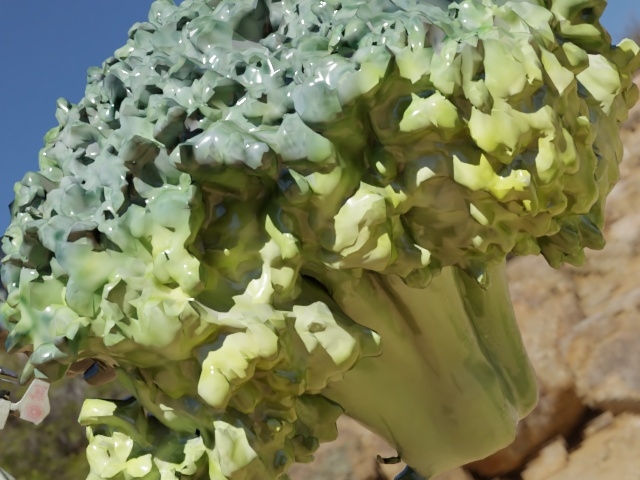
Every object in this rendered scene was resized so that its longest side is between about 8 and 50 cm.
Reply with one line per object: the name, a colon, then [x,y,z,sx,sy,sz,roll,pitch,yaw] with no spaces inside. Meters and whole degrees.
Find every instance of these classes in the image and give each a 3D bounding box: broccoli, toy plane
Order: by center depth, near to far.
broccoli: [0.008,-0.006,0.740,0.348,0.280,0.293,-29,17,3]
toy plane: [-0.212,0.087,0.803,0.121,0.049,0.031,14,0,-16]

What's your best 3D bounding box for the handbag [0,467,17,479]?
handbag: [-0.104,0.129,0.359,0.095,0.173,0.117,-5,-6,-3]
